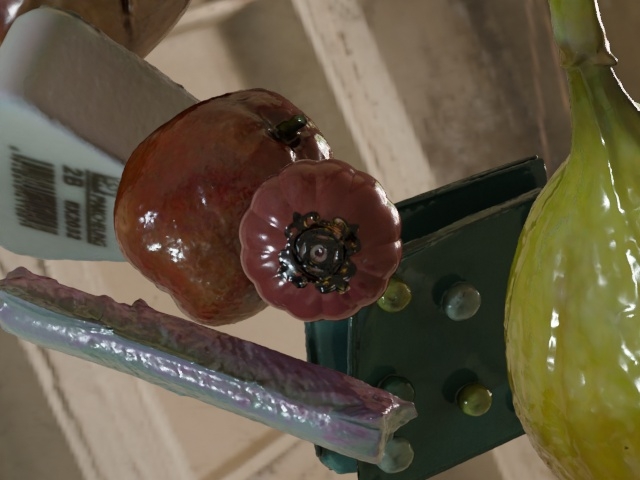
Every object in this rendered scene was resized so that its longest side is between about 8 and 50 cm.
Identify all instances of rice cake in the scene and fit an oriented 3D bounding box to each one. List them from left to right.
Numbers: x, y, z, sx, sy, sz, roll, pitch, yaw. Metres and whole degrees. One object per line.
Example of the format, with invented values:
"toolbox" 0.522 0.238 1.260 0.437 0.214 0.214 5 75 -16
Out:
"rice cake" -0.080 0.074 0.829 0.081 0.290 0.051 76 -147 -66

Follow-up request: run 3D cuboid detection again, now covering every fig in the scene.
"fig" 0.125 -0.001 0.440 0.257 0.159 0.159 60 -137 -35

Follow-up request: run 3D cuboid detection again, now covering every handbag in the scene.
"handbag" 0.123 0.085 1.150 0.274 0.100 0.269 -15 -62 -26

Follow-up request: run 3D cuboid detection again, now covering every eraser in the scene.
"eraser" -0.276 -0.114 1.467 0.331 0.331 0.150 46 -133 -35

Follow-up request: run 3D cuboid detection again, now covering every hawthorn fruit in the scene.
"hawthorn fruit" -0.079 -0.045 1.272 0.224 0.261 0.224 29 -145 -23

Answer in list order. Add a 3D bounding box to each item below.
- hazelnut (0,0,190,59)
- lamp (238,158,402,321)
"hazelnut" -0.327 -0.402 1.733 0.315 0.372 0.372 19 -117 -86
"lamp" 0.000 0.000 0.828 0.092 0.107 0.108 -85 -21 -81
